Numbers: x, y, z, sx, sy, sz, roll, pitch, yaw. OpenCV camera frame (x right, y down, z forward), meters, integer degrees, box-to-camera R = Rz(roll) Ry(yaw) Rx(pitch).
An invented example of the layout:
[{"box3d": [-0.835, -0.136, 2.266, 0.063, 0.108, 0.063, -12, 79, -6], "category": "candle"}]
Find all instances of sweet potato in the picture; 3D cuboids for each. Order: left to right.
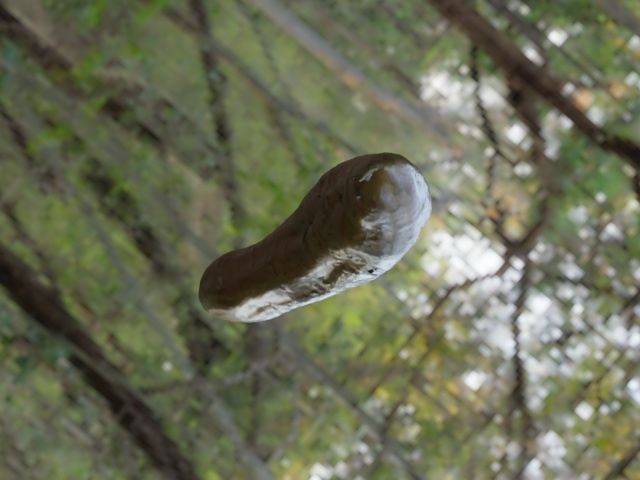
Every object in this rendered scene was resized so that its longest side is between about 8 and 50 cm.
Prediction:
[{"box3d": [0.001, 0.001, 0.854, 0.182, 0.053, 0.054, -35, -155, 50], "category": "sweet potato"}]
